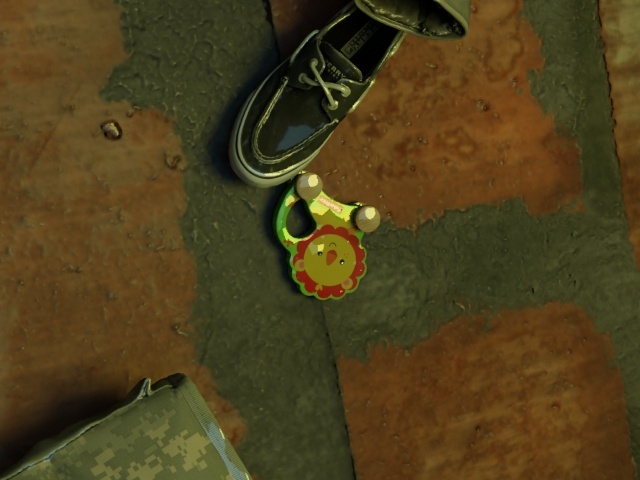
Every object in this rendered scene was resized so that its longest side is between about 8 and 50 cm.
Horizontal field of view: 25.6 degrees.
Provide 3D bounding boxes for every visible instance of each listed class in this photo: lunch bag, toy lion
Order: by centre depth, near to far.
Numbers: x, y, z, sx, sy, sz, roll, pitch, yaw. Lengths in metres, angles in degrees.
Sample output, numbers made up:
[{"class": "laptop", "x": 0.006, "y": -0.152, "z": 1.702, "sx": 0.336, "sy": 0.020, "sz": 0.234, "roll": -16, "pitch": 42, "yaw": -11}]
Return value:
[{"class": "lunch bag", "x": -0.145, "y": 0.272, "z": 1.100, "sx": 0.235, "sy": 0.169, "sz": 0.287, "roll": -30, "pitch": 98, "yaw": -17}, {"class": "toy lion", "x": 0.000, "y": 0.000, "z": 1.228, "sx": 0.100, "sy": 0.034, "sz": 0.096, "roll": 29, "pitch": 89, "yaw": -21}]

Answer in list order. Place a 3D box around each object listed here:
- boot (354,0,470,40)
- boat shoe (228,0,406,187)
[{"class": "boot", "x": 0.121, "y": -0.262, "z": 1.196, "sx": 0.189, "sy": 0.076, "sz": 0.209, "roll": 9, "pitch": 54, "yaw": -12}, {"class": "boat shoe", "x": 0.002, "y": -0.139, "z": 1.191, "sx": 0.077, "sy": 0.070, "sz": 0.219, "roll": 39, "pitch": 74, "yaw": -5}]
